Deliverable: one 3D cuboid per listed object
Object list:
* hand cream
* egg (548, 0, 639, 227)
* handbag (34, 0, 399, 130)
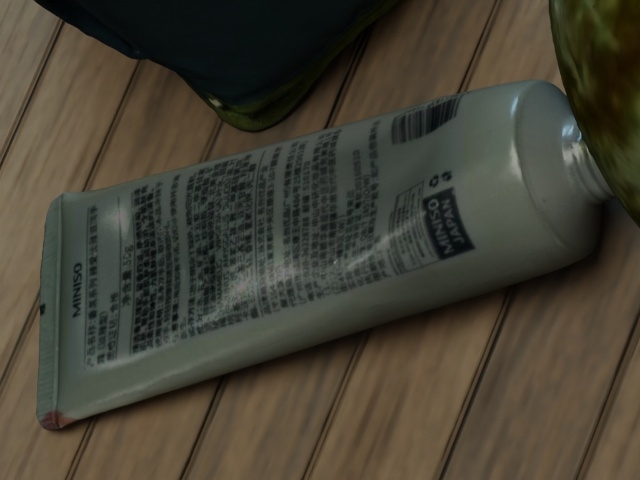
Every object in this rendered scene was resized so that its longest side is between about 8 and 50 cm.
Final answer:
[{"bbox_3d":[0.000,0.000,0.879,0.341,0.078,0.124,-16,65,32],"label":"hand cream"},{"bbox_3d":[0.201,-0.088,0.690,0.238,0.238,0.289,-42,36,9],"label":"egg"},{"bbox_3d":[-0.083,-0.215,0.894,0.222,0.241,0.263,-47,58,6],"label":"handbag"}]
